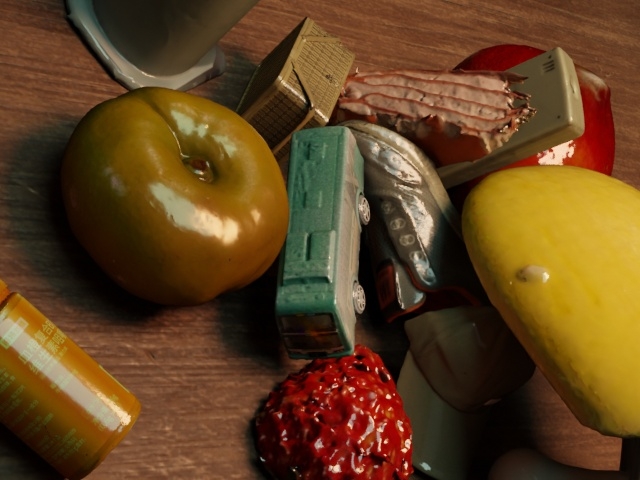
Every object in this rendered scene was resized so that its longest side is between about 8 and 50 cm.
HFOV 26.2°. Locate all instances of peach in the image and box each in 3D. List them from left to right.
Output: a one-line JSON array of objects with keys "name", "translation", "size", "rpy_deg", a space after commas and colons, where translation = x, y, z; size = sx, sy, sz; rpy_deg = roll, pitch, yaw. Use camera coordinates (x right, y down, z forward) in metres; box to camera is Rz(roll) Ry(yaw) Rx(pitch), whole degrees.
[{"name": "peach", "translation": [-0.151, -0.048, 1.419], "size": [0.251, 0.153, 0.251], "rpy_deg": [23, 36, -18]}, {"name": "peach", "translation": [0.256, -0.086, 1.835], "size": [0.281, 0.281, 0.338], "rpy_deg": [19, 82, -34]}]

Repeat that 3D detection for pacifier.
[{"name": "pacifier", "translation": [0.307, 0.289, 1.582], "size": [0.233, 0.299, 0.244], "rpy_deg": [8, 8, 2]}]

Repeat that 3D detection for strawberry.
[{"name": "strawberry", "translation": [0.041, 0.188, 1.442], "size": [0.190, 0.111, 0.236], "rpy_deg": [36, 40, -15]}]

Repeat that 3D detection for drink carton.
[{"name": "drink carton", "translation": [-0.155, -0.285, 1.568], "size": [0.185, 0.190, 0.191], "rpy_deg": [58, 39, 0]}]

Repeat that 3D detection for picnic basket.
[{"name": "picnic basket", "translation": [-0.034, -0.179, 1.654], "size": [0.079, 0.115, 0.164], "rpy_deg": [37, 40, -15]}]

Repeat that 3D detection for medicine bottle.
[{"name": "medicine bottle", "translation": [-0.257, 0.118, 1.215], "size": [0.192, 0.096, 0.096], "rpy_deg": [44, 39, -9]}]

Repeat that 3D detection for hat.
[{"name": "hat", "translation": [0.175, 0.177, 1.552], "size": [0.166, 0.144, 0.173], "rpy_deg": [23, 50, -33]}]

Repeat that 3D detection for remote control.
[{"name": "remote control", "translation": [0.189, -0.133, 1.704], "size": [0.038, 0.285, 0.123], "rpy_deg": [32, 44, -44]}]

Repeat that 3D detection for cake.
[{"name": "cake", "translation": [0.124, -0.152, 1.655], "size": [0.135, 0.287, 0.098], "rpy_deg": [55, 42, -31]}]

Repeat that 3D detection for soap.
[{"name": "soap", "translation": [0.330, 0.064, 1.545], "size": [0.306, 0.115, 0.427], "rpy_deg": [-6, 45, -21]}]

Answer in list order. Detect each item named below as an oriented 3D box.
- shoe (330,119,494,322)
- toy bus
[{"name": "shoe", "translation": [0.099, 0.017, 1.638], "size": [0.336, 0.132, 0.171], "rpy_deg": [45, 48, -12]}, {"name": "toy bus", "translation": [0.000, 0.000, 1.509], "size": [0.109, 0.091, 0.261], "rpy_deg": [66, 22, -53]}]
